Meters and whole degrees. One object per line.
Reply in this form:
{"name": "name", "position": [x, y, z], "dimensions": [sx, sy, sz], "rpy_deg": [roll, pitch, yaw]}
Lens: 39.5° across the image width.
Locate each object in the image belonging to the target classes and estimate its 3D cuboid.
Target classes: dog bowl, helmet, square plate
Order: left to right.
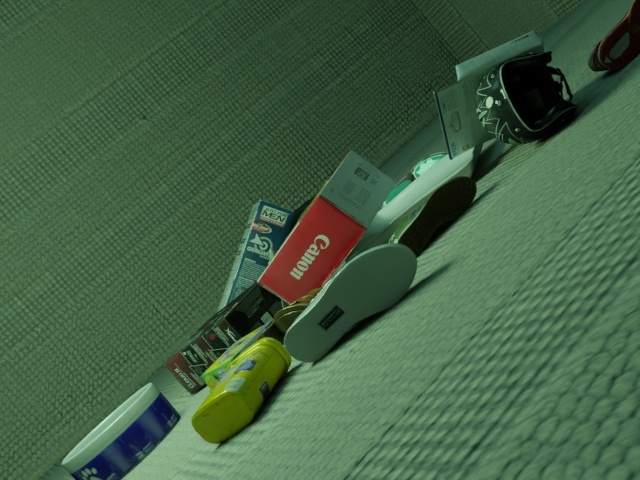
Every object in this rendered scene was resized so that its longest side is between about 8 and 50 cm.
{"name": "dog bowl", "position": [-0.449, 0.449, 2.019], "dimensions": [0.265, 0.104, 0.265], "rpy_deg": [-40, 5, 4]}
{"name": "square plate", "position": [0.225, -0.095, 1.962], "dimensions": [0.347, 0.049, 0.344], "rpy_deg": [-39, 5, 23]}
{"name": "helmet", "position": [0.359, -0.250, 1.604], "dimensions": [0.162, 0.169, 0.169], "rpy_deg": [-24, 5, 2]}

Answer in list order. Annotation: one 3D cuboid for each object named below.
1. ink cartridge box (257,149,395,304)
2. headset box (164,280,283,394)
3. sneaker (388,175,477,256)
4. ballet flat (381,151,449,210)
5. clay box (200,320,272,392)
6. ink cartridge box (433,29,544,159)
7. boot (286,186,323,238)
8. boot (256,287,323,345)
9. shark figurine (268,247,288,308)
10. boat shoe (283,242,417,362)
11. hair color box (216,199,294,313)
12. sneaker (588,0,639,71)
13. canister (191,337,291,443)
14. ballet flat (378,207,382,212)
{"name": "ink cartridge box", "position": [0.000, 0.000, 1.945], "dimensions": [0.309, 0.130, 0.272], "rpy_deg": [-54, 1, 39]}
{"name": "headset box", "position": [-0.236, 0.240, 2.204], "dimensions": [0.293, 0.110, 0.218], "rpy_deg": [-38, 6, 37]}
{"name": "sneaker", "position": [0.192, -0.043, 1.602], "dimensions": [0.192, 0.064, 0.086], "rpy_deg": [-45, 10, -12]}
{"name": "ballet flat", "position": [0.244, -0.139, 2.172], "dimensions": [0.221, 0.077, 0.079], "rpy_deg": [-39, -19, 23]}
{"name": "clay box", "position": [-0.176, 0.255, 1.921], "dimensions": [0.127, 0.053, 0.222], "rpy_deg": [-43, 6, -34]}
{"name": "ink cartridge box", "position": [0.329, -0.278, 1.733], "dimensions": [0.224, 0.045, 0.223], "rpy_deg": [-24, -34, 1]}
{"name": "boot", "position": [-0.055, -0.019, 2.610], "dimensions": [0.445, 0.146, 0.367], "rpy_deg": [-31, 13, 51]}
{"name": "boot", "position": [-0.031, 0.138, 1.738], "dimensions": [0.197, 0.073, 0.152], "rpy_deg": [-33, 5, 46]}
{"name": "shark figurine", "position": [-0.021, 0.085, 2.202], "dimensions": [0.116, 0.166, 0.278], "rpy_deg": [-11, -1, 26]}
{"name": "boat shoe", "position": [0.050, 0.089, 1.400], "dimensions": [0.267, 0.096, 0.088], "rpy_deg": [-48, 5, 26]}
{"name": "hair color box", "position": [-0.182, 0.072, 2.448], "dimensions": [0.174, 0.105, 0.347], "rpy_deg": [167, 121, -79]}
{"name": "sneaker", "position": [0.588, -0.406, 1.690], "dimensions": [0.221, 0.087, 0.128], "rpy_deg": [-40, 6, -3]}
{"name": "canister", "position": [-0.130, 0.247, 1.470], "dimensions": [0.126, 0.073, 0.170], "rpy_deg": [-39, 6, 30]}
{"name": "ballet flat", "position": [0.160, -0.081, 2.398], "dimensions": [0.206, 0.073, 0.067], "rpy_deg": [-128, 60, -88]}
